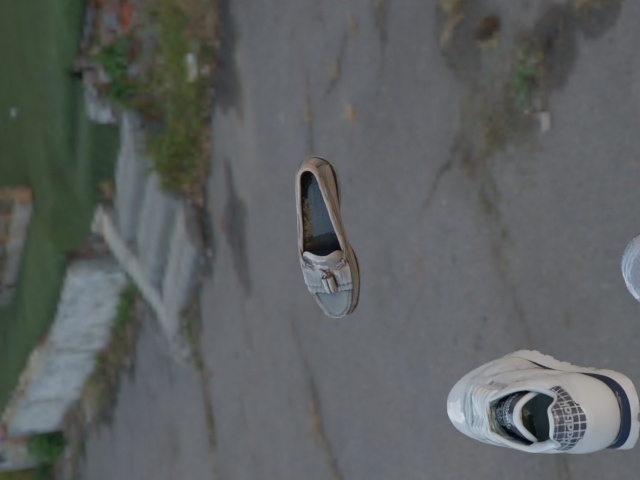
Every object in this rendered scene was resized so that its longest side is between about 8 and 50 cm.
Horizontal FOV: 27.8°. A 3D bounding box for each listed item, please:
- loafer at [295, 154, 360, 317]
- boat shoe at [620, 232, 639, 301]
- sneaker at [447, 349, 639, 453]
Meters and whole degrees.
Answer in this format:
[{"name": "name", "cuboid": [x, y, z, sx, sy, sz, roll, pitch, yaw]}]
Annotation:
[{"name": "loafer", "cuboid": [0.000, 0.000, 0.959, 0.039, 0.045, 0.125, -39, -60, -73]}, {"name": "boat shoe", "cuboid": [0.464, 0.008, 1.243, 0.119, 0.335, 0.121, -52, -37, -60]}, {"name": "sneaker", "cuboid": [0.172, 0.147, 1.143, 0.235, 0.094, 0.090, -13, 85, 61]}]
